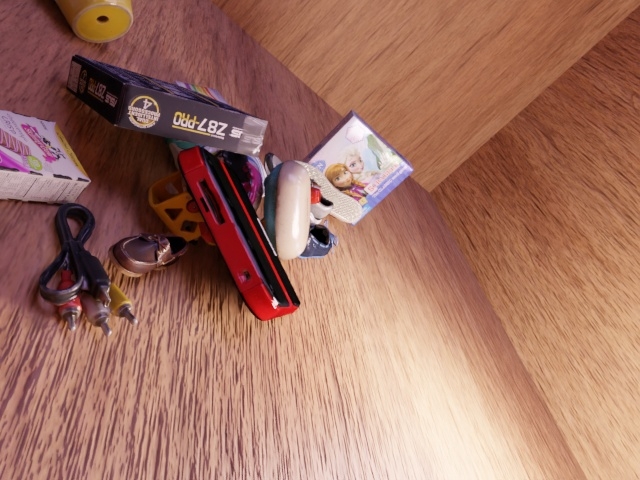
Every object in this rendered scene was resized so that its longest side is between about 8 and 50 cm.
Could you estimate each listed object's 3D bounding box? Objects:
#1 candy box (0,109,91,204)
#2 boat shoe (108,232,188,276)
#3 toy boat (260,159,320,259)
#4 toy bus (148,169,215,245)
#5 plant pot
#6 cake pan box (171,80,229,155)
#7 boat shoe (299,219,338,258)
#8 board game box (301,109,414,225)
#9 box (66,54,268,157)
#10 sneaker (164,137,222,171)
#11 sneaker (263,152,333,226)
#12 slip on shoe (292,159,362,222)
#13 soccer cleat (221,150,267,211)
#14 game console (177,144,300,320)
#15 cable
[{"bbox_3d":[-0.529,-0.146,0.975,0.159,0.071,0.233,53,20,18],"label":"candy box"},{"bbox_3d":[-0.307,0.016,1.053,0.073,0.073,0.207,57,9,1],"label":"boat shoe"},{"bbox_3d":[-0.095,-0.094,1.571,0.148,0.267,0.318,5,18,8],"label":"toy boat"},{"bbox_3d":[-0.282,-0.047,1.233,0.191,0.104,0.202,16,50,-86],"label":"toy bus"},{"bbox_3d":[-0.625,-0.688,1.580,0.254,0.254,0.239,2,62,-63],"label":"plant pot"},{"bbox_3d":[-0.326,-0.368,1.806,0.267,0.070,0.246,51,22,9],"label":"cake pan box"},{"bbox_3d":[0.000,0.000,1.731,0.109,0.089,0.258,48,20,3],"label":"boat shoe"},{"bbox_3d":[0.117,-0.255,2.114,0.318,0.319,0.066,36,23,-25],"label":"board game box"},{"bbox_3d":[-0.350,-0.302,1.287,0.318,0.097,0.395,5,18,-39],"label":"box"},{"bbox_3d":[-0.319,-0.263,1.538,0.110,0.107,0.275,56,19,-6],"label":"sneaker"},{"bbox_3d":[-0.067,-0.170,1.768,0.271,0.108,0.100,46,28,-20],"label":"sneaker"},{"bbox_3d":[-0.002,-0.166,2.041,0.331,0.123,0.101,32,-7,-24],"label":"slip on shoe"},{"bbox_3d":[-0.189,-0.151,1.604,0.143,0.116,0.331,44,21,-37],"label":"soccer cleat"},{"bbox_3d":[-0.168,-0.010,1.271,0.386,0.060,0.342,64,3,7],"label":"game console"},{"bbox_3d":[-0.404,0.040,0.941,0.139,0.072,0.287,3,33,-42],"label":"cable"}]
